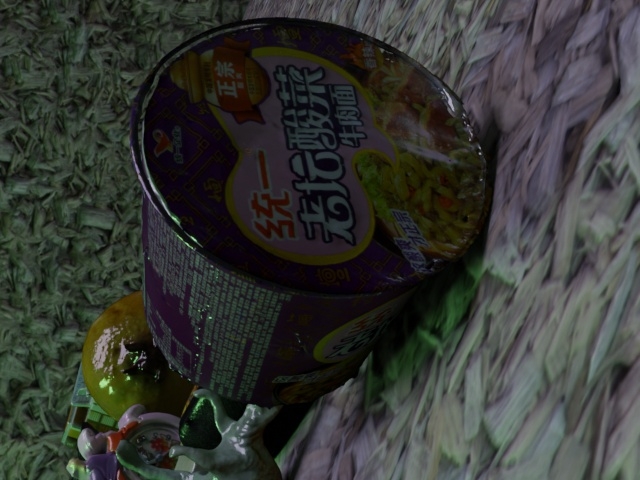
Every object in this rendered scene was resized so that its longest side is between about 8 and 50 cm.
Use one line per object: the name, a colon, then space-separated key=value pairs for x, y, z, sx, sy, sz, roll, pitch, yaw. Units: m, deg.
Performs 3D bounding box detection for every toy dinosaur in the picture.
toy dinosaur: x=-0.145 y=0.315 z=1.555 sx=0.092 sy=0.205 sz=0.393 roll=-33 pitch=-51 yaw=-75

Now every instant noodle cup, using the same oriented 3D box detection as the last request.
instant noodle cup: x=-0.029 y=-0.007 z=1.327 sx=0.266 sy=0.340 sz=0.340 roll=108 pitch=176 yaw=-50

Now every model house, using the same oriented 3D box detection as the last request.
model house: x=-0.329 y=0.258 z=2.399 sx=0.224 sy=0.198 sz=0.215 roll=-81 pitch=12 yaw=-50

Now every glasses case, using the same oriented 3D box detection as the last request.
glasses case: x=-0.061 y=0.145 z=1.574 sx=0.082 sy=0.122 sz=0.321 roll=-83 pitch=20 yaw=-55

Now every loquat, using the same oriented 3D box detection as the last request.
loquat: x=-0.262 y=0.185 z=2.164 sx=0.244 sy=0.244 sz=0.244 roll=-157 pitch=90 yaw=-79

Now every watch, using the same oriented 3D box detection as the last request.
watch: x=-0.283 y=0.378 z=2.017 sx=0.231 sy=0.196 sz=0.244 roll=118 pitch=168 yaw=-59

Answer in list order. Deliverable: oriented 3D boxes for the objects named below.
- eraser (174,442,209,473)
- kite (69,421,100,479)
eraser: x=-0.111 y=0.195 z=1.828 sx=0.144 sy=0.078 sz=0.343 roll=146 pitch=144 yaw=-71
kite: x=-0.336 y=0.388 z=2.138 sx=0.360 sy=0.022 sz=0.204 roll=51 pitch=-134 yaw=-79
